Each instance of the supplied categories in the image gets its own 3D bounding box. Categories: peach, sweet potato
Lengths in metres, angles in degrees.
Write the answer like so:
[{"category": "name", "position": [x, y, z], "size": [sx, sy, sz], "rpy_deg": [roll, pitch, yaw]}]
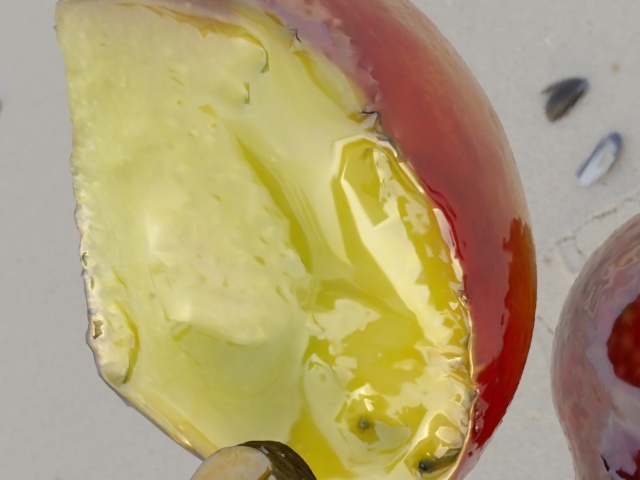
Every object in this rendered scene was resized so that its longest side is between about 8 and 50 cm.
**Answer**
[{"category": "peach", "position": [0.000, 0.000, 0.760], "size": [0.306, 0.242, 0.380], "rpy_deg": [6, 111, 27]}, {"category": "sweet potato", "position": [-0.032, 0.146, 0.600], "size": [0.243, 0.077, 0.077], "rpy_deg": [97, 174, -74]}]

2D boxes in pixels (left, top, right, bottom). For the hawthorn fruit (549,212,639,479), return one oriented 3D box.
[{"category": "hawthorn fruit", "position": [0.396, 0.140, 0.953], "size": [0.403, 0.403, 0.402], "rpy_deg": [-18, 62, 40]}]
